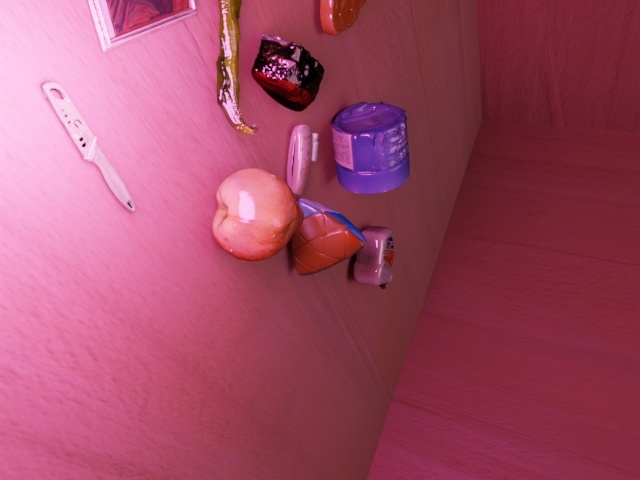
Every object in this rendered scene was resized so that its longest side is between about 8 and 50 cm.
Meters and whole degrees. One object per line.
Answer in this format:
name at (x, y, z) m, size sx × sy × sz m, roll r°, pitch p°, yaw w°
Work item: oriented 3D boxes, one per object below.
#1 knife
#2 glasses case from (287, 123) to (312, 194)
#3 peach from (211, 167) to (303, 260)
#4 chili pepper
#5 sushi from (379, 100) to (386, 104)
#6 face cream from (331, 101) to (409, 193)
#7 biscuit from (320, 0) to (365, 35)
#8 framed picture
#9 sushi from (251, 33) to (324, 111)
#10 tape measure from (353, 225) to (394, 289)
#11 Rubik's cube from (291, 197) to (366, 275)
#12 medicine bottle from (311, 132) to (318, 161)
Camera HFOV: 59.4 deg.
knife at (-0.389, -0.148, 0.965) m, size 0.043 × 0.020 × 0.293 m, roll -60°, pitch 149°, yaw -33°
glasses case at (-0.060, -0.231, 1.616) m, size 0.081 × 0.051 × 0.204 m, roll -20°, pitch 118°, yaw -60°
peach at (-0.138, -0.060, 1.322) m, size 0.232 × 0.233 × 0.232 m, roll -39°, pitch 135°, yaw -55°
chili pepper at (-0.190, -0.412, 1.220) m, size 0.085 × 0.076 × 0.358 m, roll -23°, pitch 115°, yaw -57°
sushi at (0.273, -0.444, 2.273) m, size 0.193 × 0.040 × 0.210 m, roll -7°, pitch 107°, yaw -65°
face cream at (0.164, -0.306, 1.838) m, size 0.249 × 0.249 × 0.225 m, roll -55°, pitch 144°, yaw -43°
biscuit at (0.059, -0.778, 1.633) m, size 0.312 × 0.057 × 0.351 m, roll 63°, pitch 42°, yaw -54°
framed picture at (-0.315, -0.476, 0.989) m, size 0.273 × 0.016 × 0.216 m, roll -51°, pitch 144°, yaw -46°
sushi at (-0.076, -0.417, 1.399) m, size 0.126 × 0.136 × 0.225 m, roll -69°, pitch 160°, yaw -2°
tape measure at (0.221, 0.073, 2.288) m, size 0.258 × 0.130 × 0.265 m, roll 5°, pitch 90°, yaw -69°
Rubik's cube at (0.000, 0.000, 1.755) m, size 0.254 × 0.255 × 0.254 m, roll -39°, pitch 135°, yaw -55°
medicine bottle at (-0.031, -0.277, 1.666) m, size 0.047 × 0.047 × 0.083 m, roll -18°, pitch 116°, yaw -63°
